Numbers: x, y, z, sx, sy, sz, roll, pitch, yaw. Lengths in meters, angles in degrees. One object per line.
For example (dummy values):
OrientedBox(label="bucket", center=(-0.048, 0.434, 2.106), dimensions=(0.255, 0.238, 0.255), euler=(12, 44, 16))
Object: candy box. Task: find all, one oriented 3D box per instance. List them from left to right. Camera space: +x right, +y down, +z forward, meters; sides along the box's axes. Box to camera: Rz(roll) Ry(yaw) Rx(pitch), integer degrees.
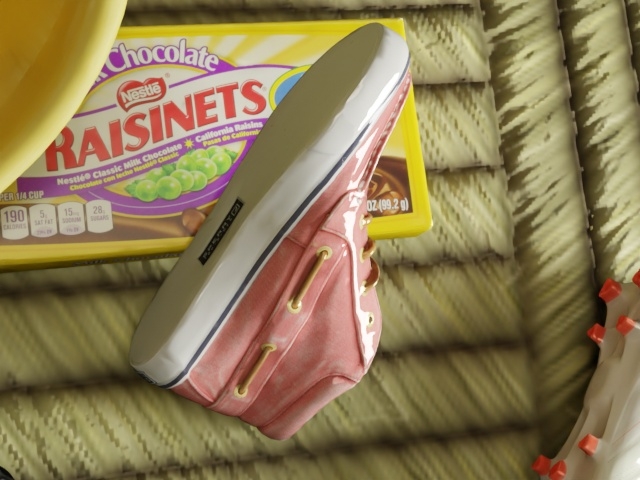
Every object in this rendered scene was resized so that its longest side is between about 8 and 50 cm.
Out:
OrientedBox(label="candy box", center=(-0.055, -0.046, 0.557), dimensions=(0.206, 0.027, 0.105), euler=(-5, 80, -17))

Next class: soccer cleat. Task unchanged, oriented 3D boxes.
OrientedBox(label="soccer cleat", center=(0.143, 0.101, 0.565), dimensions=(0.076, 0.068, 0.196), euler=(32, 70, -11))

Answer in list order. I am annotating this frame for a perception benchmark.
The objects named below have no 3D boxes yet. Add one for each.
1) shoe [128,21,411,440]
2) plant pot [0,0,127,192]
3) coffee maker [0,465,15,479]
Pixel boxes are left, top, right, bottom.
OrientedBox(label="shoe", center=(0.000, 0.000, 0.522), dimensions=(0.081, 0.063, 0.178), euler=(32, 97, -23))
OrientedBox(label="plant pot", center=(-0.225, -0.140, 0.409), dimensions=(0.254, 0.254, 0.239), euler=(-24, 57, -18))
OrientedBox(label="coffee maker", center=(-0.138, 0.117, 0.423), dimensions=(0.120, 0.178, 0.171), euler=(12, 79, -15))
